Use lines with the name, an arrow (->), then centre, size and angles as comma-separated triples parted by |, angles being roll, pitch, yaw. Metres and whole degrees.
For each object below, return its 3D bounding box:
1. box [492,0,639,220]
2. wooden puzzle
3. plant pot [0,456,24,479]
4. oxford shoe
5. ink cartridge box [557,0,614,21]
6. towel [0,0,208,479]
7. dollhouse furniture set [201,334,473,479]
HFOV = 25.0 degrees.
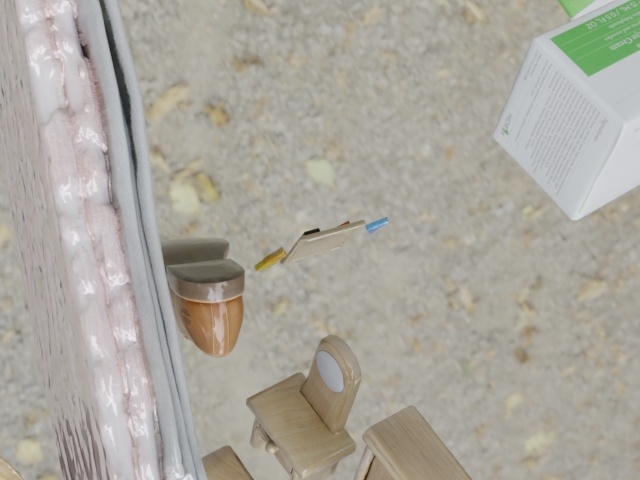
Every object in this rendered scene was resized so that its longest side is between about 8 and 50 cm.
box -> 0.185, -0.088, 0.932 | 0.101, 0.087, 0.102 | -27, 155, -28
wooden puzzle -> 0.000, 0.000, 1.346 | 0.116, 0.014, 0.078 | -13, 166, -32
plant pot -> -0.379, 0.324, 1.458 | 0.032, 0.236, 0.236 | -10, 149, 40
oxford shoe -> -0.106, 0.042, 1.184 | 0.076, 0.212, 0.076 | -6, 105, -10
ink cartridge box -> 0.336, -0.184, 1.178 | 0.198, 0.273, 0.115 | -35, 180, 31
towel -> -0.130, 0.000, 0.776 | 0.053, 0.331, 0.317 | -9, 169, -16
dollhouse furniture set -> -0.068, 0.257, 0.973 | 0.355, 0.303, 0.174 | -24, 150, -28
